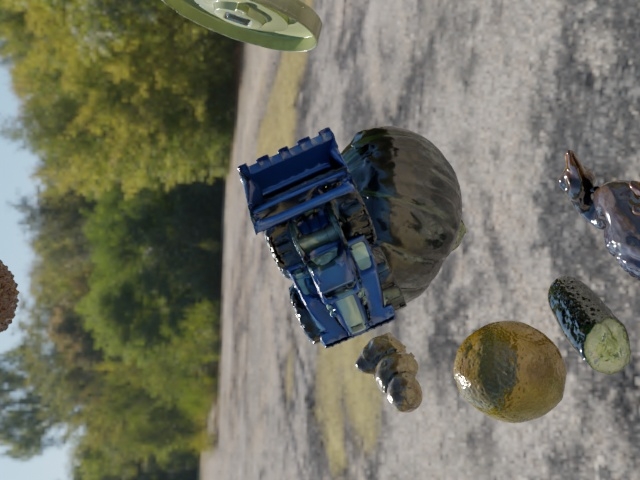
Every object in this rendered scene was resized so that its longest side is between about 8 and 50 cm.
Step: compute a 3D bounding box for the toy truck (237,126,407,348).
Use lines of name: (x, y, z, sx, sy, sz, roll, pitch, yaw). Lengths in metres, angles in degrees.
toy truck: (0.000, 0.000, 0.928, 0.126, 0.113, 0.208, -72, -42, -85)

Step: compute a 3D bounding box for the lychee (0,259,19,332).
lychee: (-0.585, 0.090, 1.478, 0.238, 0.200, 0.200, 11, -99, -78)

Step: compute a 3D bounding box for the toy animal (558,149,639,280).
toy animal: (0.403, -0.014, 1.038, 0.122, 0.298, 0.185, -51, -20, -20)

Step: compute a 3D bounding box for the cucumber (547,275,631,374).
cucumber: (0.372, 0.108, 1.311, 0.241, 0.075, 0.074, -96, 11, -71)

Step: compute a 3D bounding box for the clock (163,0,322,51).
clock: (-0.113, -0.317, 1.277, 0.235, 0.235, 0.029, 160, 127, -82)

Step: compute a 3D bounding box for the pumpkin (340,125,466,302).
pumpkin: (0.122, -0.020, 1.482, 0.296, 0.296, 0.295, -178, 90, -82)

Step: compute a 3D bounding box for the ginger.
ginger: (0.137, 0.250, 1.723, 0.080, 0.104, 0.204, 66, 172, -29)

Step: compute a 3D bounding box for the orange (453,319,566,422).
orange: (0.160, 0.111, 0.762, 0.085, 0.095, 0.085, -52, 20, 27)
